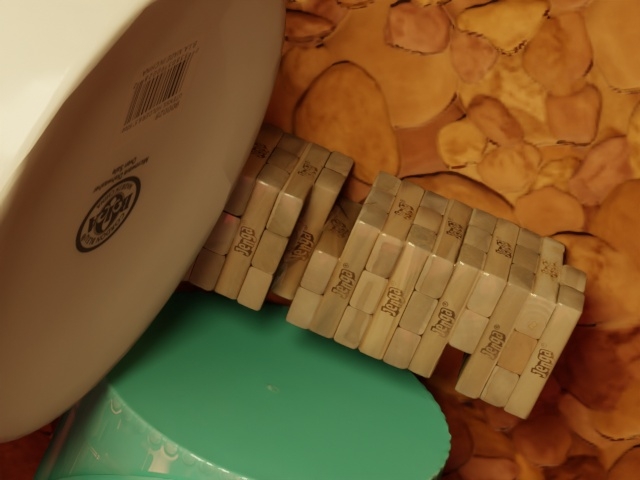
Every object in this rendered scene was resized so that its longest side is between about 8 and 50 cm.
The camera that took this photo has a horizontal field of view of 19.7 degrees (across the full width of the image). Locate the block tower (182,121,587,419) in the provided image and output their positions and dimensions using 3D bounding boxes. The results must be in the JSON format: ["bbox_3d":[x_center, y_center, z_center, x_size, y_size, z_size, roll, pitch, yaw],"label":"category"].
[{"bbox_3d":[0.000,0.000,1.203,0.335,0.091,0.097,24,117,1],"label":"block tower"}]

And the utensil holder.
[{"bbox_3d":[-0.260,-0.110,1.020,0.385,0.327,0.328,31,118,14],"label":"utensil holder"}]

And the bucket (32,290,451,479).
[{"bbox_3d":[-0.056,0.170,1.204,0.281,0.281,0.183,20,114,2],"label":"bucket"}]
